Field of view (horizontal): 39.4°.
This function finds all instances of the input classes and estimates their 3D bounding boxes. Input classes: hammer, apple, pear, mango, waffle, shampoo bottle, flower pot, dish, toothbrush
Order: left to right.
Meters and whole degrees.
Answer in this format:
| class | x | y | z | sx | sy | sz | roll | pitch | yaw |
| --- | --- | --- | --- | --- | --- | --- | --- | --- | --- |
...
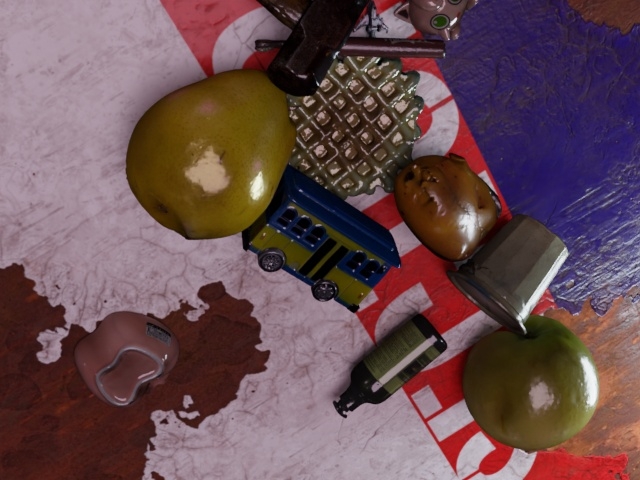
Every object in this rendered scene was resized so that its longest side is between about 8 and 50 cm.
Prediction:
| class | x | y | z | sx | sy | sz | roll | pitch | yaw |
| --- | --- | --- | --- | --- | --- | --- | --- | --- | --- |
| dish | -0.389 | 0.256 | 1.816 | 0.213 | 0.090 | 0.213 | -5 | 111 | -12 |
| pear | -0.187 | -0.160 | 1.609 | 0.285 | 0.285 | 0.336 | 40 | 100 | -24 |
| hammer | -0.119 | -0.460 | 1.568 | 0.409 | 0.095 | 0.242 | 36 | 71 | -10 |
| waffle | 0.060 | -0.229 | 1.762 | 0.292 | 0.056 | 0.309 | -2 | 108 | -13 |
| toothbrush | 0.059 | -0.362 | 1.673 | 0.364 | 0.041 | 0.041 | -1 | 110 | -10 |
| shampoo bottle | 0.143 | 0.284 | 1.956 | 0.284 | 0.101 | 0.101 | -40 | 114 | 4 |
| mango | 0.254 | -0.066 | 1.793 | 0.153 | 0.201 | 0.287 | -20 | 143 | 27 |
| flower pot | 0.406 | 0.062 | 1.903 | 0.212 | 0.212 | 0.202 | 44 | 80 | -24 |
| apple | 0.475 | 0.323 | 1.981 | 0.295 | 0.233 | 0.257 | -14 | 116 | -9 |

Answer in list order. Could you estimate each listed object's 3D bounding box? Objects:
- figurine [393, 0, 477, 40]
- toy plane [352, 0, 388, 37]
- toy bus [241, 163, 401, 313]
| class | x | y | z | sx | sy | sz | roll | pitch | yaw |
| --- | --- | --- | --- | --- | --- | --- | --- | --- | --- |
| figurine | 0.219 | -0.448 | 1.683 | 0.138 | 0.125 | 0.125 | 23 | 103 | -23 |
| toy plane | 0.099 | -0.418 | 1.715 | 0.079 | 0.031 | 0.083 | -8 | 115 | -28 |
| toy bus | 0.000 | 0.000 | 1.753 | 0.288 | 0.138 | 0.175 | 32 | 114 | -25 |
